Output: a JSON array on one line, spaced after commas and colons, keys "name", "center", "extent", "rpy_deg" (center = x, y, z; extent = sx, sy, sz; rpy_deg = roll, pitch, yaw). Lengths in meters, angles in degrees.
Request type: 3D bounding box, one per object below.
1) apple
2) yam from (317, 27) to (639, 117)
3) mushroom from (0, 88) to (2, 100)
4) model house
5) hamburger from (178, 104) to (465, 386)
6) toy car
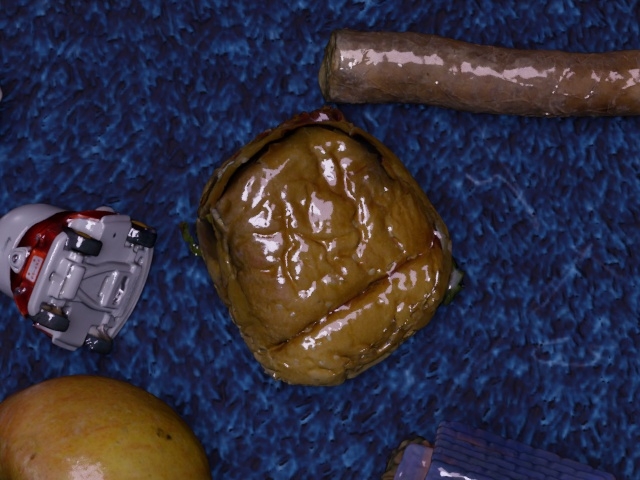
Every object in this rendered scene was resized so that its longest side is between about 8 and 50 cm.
[{"name": "apple", "center": [-0.162, 0.185, 1.210], "extent": [0.155, 0.182, 0.182], "rpy_deg": [-7, 71, -38]}, {"name": "yam", "center": [0.149, -0.135, 1.394], "extent": [0.299, 0.066, 0.066], "rpy_deg": [4, 72, -6]}, {"name": "mushroom", "center": [-0.352, -0.137, 1.330], "extent": [0.225, 0.093, 0.116], "rpy_deg": [38, 94, 2]}, {"name": "model house", "center": [0.117, 0.233, 1.216], "extent": [0.166, 0.172, 0.183], "rpy_deg": [19, 72, -1]}, {"name": "hamburger", "center": [0.000, 0.000, 1.303], "extent": [0.183, 0.130, 0.206], "rpy_deg": [-32, 80, -12]}, {"name": "toy car", "center": [-0.204, 0.017, 1.281], "extent": [0.112, 0.139, 0.112], "rpy_deg": [24, 93, 22]}]
